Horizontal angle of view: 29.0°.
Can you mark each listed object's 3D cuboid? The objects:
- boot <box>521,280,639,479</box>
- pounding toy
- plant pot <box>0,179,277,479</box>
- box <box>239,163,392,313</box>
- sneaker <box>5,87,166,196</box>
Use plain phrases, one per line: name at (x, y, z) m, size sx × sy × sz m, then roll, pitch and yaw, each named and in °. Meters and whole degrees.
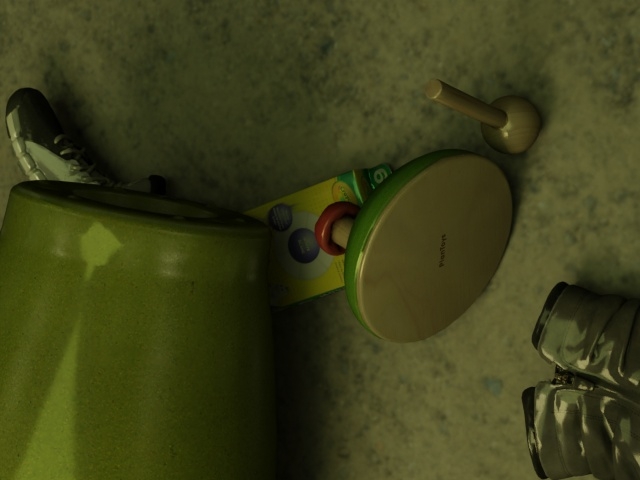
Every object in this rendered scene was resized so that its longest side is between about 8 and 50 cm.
boot at (0.289, 0.206, 1.056) m, size 0.223 × 0.118 × 0.338 m, roll -1°, pitch 84°, yaw 28°
pounding toy at (0.079, -0.036, 1.101) m, size 0.110 × 0.183 × 0.237 m, roll 34°, pitch 108°, yaw 41°
plant pot at (-0.187, 0.135, 1.132) m, size 0.366 × 0.366 × 0.353 m, roll 14°, pitch 96°, yaw 23°
box at (0.000, 0.000, 1.197) m, size 0.179 × 0.043 × 0.105 m, roll -20°, pitch 86°, yaw 24°
sneaker at (-0.227, -0.067, 1.282) m, size 0.132 × 0.086 × 0.228 m, roll -19°, pitch 97°, yaw 20°
